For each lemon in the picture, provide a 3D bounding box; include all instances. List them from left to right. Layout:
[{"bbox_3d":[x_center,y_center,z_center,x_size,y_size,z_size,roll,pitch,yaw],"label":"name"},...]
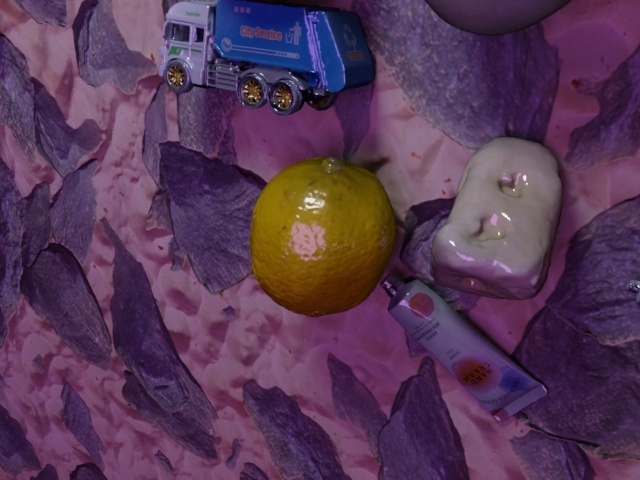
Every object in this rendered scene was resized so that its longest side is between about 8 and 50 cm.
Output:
[{"bbox_3d":[0.000,0.000,1.139,0.245,0.245,0.319,26,128,20],"label":"lemon"}]

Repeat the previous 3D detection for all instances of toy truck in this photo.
[{"bbox_3d":[-0.096,-0.312,1.119,0.368,0.146,0.175,15,112,23],"label":"toy truck"}]

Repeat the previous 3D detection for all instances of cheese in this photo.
[{"bbox_3d":[0.273,-0.013,1.028,0.174,0.251,0.247,15,156,12],"label":"cheese"}]

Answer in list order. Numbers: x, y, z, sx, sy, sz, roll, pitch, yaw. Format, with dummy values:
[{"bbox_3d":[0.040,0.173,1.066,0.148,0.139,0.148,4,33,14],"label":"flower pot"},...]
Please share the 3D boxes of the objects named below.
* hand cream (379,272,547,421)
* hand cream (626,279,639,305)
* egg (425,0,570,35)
[{"bbox_3d":[0.237,0.185,1.186,0.341,0.078,0.124,44,126,2],"label":"hand cream"},{"bbox_3d":[0.562,0.100,0.961,0.224,0.048,0.083,20,121,16],"label":"hand cream"},{"bbox_3d":[0.244,-0.416,0.786,0.258,0.258,0.352,40,126,11],"label":"egg"}]
